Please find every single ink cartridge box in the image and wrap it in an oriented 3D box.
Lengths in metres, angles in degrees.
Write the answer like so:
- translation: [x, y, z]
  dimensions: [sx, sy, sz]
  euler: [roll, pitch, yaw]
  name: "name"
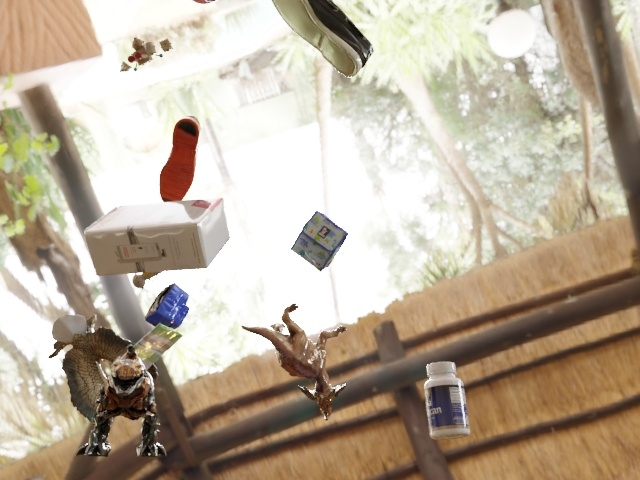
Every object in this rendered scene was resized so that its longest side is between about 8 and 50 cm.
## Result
- translation: [-0.385, -0.013, 1.617]
  dimensions: [0.283, 0.117, 0.207]
  euler: [-4, -159, 11]
  name: "ink cartridge box"

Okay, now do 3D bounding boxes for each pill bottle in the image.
- translation: [0.295, 0.377, 1.587]
  dimensions: [0.094, 0.169, 0.094]
  euler: [-3, 155, -1]
  name: "pill bottle"

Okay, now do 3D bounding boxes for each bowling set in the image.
- translation: [-0.580, -0.017, 2.001]
  dimensions: [0.154, 0.200, 0.287]
  euler: [-39, -123, -4]
  name: "bowling set"

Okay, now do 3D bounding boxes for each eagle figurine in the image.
- translation: [-0.654, 0.354, 1.992]
  dimensions: [0.225, 0.226, 0.298]
  euler: [-12, -134, -46]
  name: "eagle figurine"

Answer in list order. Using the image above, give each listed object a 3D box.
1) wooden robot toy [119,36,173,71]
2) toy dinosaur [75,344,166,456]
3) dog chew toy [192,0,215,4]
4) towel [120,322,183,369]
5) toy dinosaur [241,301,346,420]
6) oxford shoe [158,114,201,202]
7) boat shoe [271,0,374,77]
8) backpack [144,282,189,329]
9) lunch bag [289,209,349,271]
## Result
- translation: [-0.505, -0.540, 1.888]
  dimensions: [0.173, 0.079, 0.076]
  euler: [-22, 178, 18]
  name: "wooden robot toy"
- translation: [-0.391, 0.336, 1.397]
  dimensions: [0.164, 0.218, 0.322]
  euler: [-3, 160, 7]
  name: "toy dinosaur"
- translation: [-0.362, -0.784, 1.851]
  dimensions: [0.207, 0.332, 0.206]
  euler: [-26, 157, -12]
  name: "dog chew toy"
- translation: [-0.434, 0.280, 1.720]
  dimensions: [0.152, 0.023, 0.113]
  euler: [-42, 152, 3]
  name: "towel"
- translation: [-0.040, 0.270, 1.499]
  dimensions: [0.127, 0.296, 0.200]
  euler: [-30, -136, 31]
  name: "toy dinosaur"
- translation: [-0.392, -0.228, 1.924]
  dimensions: [0.097, 0.271, 0.098]
  euler: [20, -157, -6]
  name: "oxford shoe"
- translation: [0.006, -0.573, 1.714]
  dimensions: [0.113, 0.340, 0.127]
  euler: [-43, 174, -24]
  name: "boat shoe"
- translation: [-0.426, 0.189, 1.905]
  dimensions: [0.098, 0.101, 0.120]
  euler: [-27, -149, 42]
  name: "backpack"
- translation: [0.000, 0.000, 2.078]
  dimensions: [0.151, 0.129, 0.096]
  euler: [-56, 171, 20]
  name: "lunch bag"
